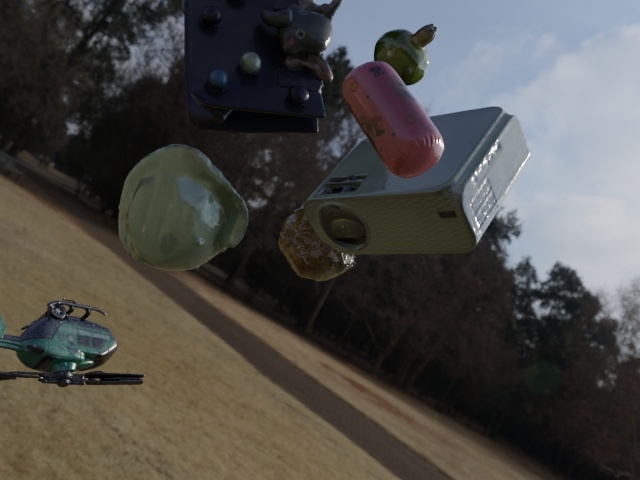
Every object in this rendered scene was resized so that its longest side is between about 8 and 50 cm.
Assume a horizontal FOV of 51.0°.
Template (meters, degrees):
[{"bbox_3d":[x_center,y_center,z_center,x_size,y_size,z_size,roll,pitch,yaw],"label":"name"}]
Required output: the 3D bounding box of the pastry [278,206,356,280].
[{"bbox_3d":[-0.002,0.001,1.228,0.153,0.153,0.081,26,-22,13],"label":"pastry"}]

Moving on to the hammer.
[{"bbox_3d":[0.045,-0.076,0.422,0.043,0.043,0.083,35,22,-57],"label":"hammer"}]

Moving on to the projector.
[{"bbox_3d":[0.130,-0.075,0.912,0.250,0.198,0.108,-1,-53,42],"label":"projector"}]

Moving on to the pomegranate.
[{"bbox_3d":[0.103,-0.236,0.835,0.073,0.085,0.073,19,20,-7],"label":"pomegranate"}]

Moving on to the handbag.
[{"bbox_3d":[-0.096,-0.341,1.144,0.268,0.326,0.118,0,-22,-15],"label":"handbag"}]

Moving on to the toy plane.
[{"bbox_3d":[-0.499,0.191,1.206,0.381,0.106,0.155,24,36,-50],"label":"toy plane"}]

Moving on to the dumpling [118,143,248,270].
[{"bbox_3d":[-0.177,-0.035,0.869,0.219,0.153,0.108,-5,-13,28],"label":"dumpling"}]
